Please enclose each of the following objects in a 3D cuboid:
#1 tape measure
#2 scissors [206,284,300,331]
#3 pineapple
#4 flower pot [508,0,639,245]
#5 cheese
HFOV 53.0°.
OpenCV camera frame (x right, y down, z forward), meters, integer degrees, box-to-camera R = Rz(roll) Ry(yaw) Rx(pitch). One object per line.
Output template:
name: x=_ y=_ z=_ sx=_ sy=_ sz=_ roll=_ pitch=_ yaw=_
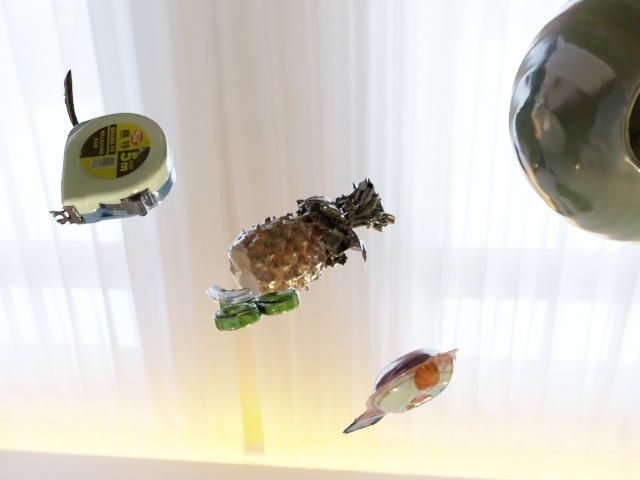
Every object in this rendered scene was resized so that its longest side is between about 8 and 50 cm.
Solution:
tape measure: x=-0.392 y=-0.195 z=1.229 sx=0.215 sy=0.098 sz=0.351 roll=-8 pitch=-119 yaw=-3
scissors: x=-0.103 y=0.076 z=0.782 sx=0.101 sy=0.027 sz=0.204 roll=-15 pitch=-173 yaw=-25
pineapple: x=0.000 y=0.000 z=1.112 sx=0.310 sy=0.141 sz=0.170 roll=-30 pitch=-113 yaw=-25
flower pot: x=0.242 y=-0.097 z=0.432 sx=0.243 sy=0.189 sz=0.157 roll=-20 pitch=-164 yaw=-19
cheese: x=0.140 y=0.270 z=1.139 sx=0.188 sy=0.286 sz=0.074 roll=-1 pitch=-129 yaw=-42
